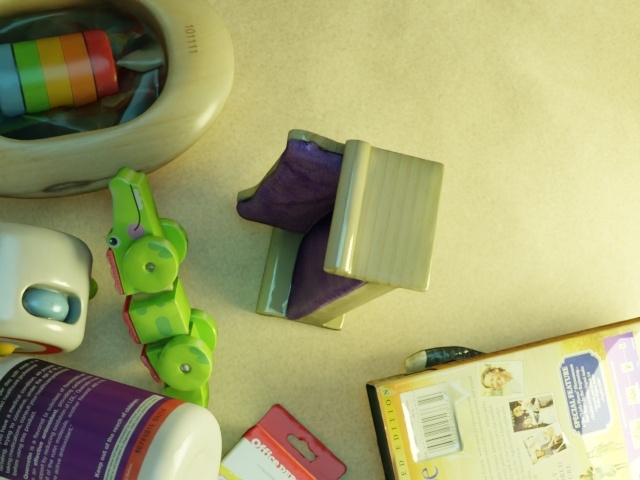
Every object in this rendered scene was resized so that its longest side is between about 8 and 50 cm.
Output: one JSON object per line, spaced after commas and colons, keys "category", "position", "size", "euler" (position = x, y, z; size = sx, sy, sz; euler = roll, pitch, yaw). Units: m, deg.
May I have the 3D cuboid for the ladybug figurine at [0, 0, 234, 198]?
{"category": "ladybug figurine", "position": [-0.334, -0.194, 1.523], "size": [0.449, 0.162, 0.305], "euler": [-8, 79, -11]}

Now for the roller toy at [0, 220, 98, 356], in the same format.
{"category": "roller toy", "position": [-0.375, 0.065, 1.441], "size": [0.209, 0.191, 0.146], "euler": [6, 76, -7]}

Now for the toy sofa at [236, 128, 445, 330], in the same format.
{"category": "toy sofa", "position": [0.000, 0.000, 1.431], "size": [0.177, 0.362, 0.150], "euler": [13, 76, -13]}

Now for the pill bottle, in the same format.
{"category": "pill bottle", "position": [-0.289, 0.241, 1.394], "size": [0.323, 0.181, 0.181], "euler": [14, 74, 16]}

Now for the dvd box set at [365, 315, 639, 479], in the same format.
{"category": "dvd box set", "position": [0.290, 0.282, 1.543], "size": [0.420, 0.062, 0.308], "euler": [-13, 90, -12]}

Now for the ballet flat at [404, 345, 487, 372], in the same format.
{"category": "ballet flat", "position": [0.194, 0.172, 1.576], "size": [0.173, 0.057, 0.049], "euler": [7, 48, -10]}

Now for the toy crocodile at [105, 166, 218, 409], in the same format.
{"category": "toy crocodile", "position": [-0.199, 0.077, 1.471], "size": [0.105, 0.115, 0.340], "euler": [-14, 110, 4]}

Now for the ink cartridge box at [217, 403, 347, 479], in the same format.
{"category": "ink cartridge box", "position": [-0.080, 0.321, 1.489], "size": [0.134, 0.078, 0.231], "euler": [42, 74, 3]}
